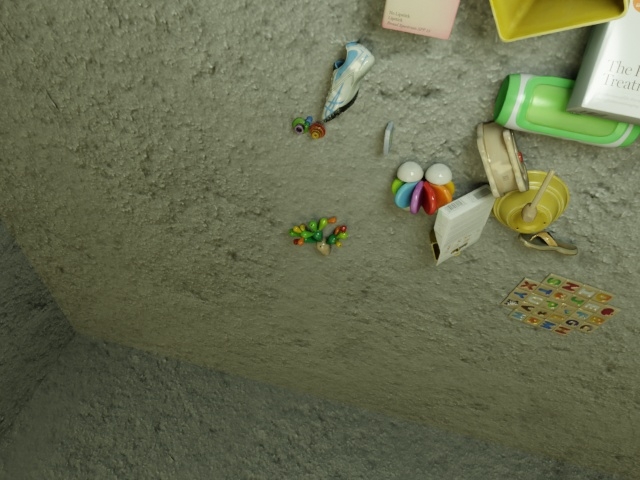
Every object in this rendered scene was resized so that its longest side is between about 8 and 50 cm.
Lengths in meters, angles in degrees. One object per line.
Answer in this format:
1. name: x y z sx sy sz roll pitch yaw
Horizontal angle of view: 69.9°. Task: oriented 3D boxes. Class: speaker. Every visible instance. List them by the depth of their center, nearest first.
1. speaker: 0.564 -0.298 1.051 0.297 0.131 0.131 13 139 6

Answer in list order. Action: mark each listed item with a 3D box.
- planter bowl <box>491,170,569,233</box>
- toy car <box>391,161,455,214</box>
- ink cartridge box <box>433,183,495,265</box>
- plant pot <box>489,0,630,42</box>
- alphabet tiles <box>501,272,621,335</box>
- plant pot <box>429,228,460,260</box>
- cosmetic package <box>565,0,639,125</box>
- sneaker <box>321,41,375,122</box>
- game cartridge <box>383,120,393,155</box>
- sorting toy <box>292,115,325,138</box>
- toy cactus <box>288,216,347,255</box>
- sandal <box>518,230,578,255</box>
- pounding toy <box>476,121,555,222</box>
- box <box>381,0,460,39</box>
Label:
1. planter bowl: 0.589 -0.085 1.299 0.217 0.090 0.217 11 138 10
2. toy car: 0.292 -0.132 1.321 0.182 0.136 0.159 7 138 13
3. ink cartridge box: 0.416 -0.044 1.360 0.056 0.181 0.224 52 159 30
4. plant pot: 0.425 -0.511 0.798 0.212 0.187 0.212 8 142 45
5. alphabet tiles: 0.838 0.233 1.612 0.343 0.011 0.285 18 139 0
6. plant pot: 0.389 0.000 1.464 0.081 0.083 0.081 -17 131 9
7. cosmetic package: 0.711 -0.351 0.859 0.378 0.097 0.284 13 102 6
8. sneaker: 0.057 -0.400 1.173 0.086 0.085 0.237 47 141 8
9. game cartridge: 0.187 -0.279 1.263 0.017 0.056 0.083 15 140 16
10. sorting toy: -0.036 -0.319 1.312 0.102 0.042 0.061 12 138 8
11. toy cactus: 0.000 0.000 1.614 0.219 0.112 0.180 -7 143 15
12. sandal: 0.687 0.000 1.376 0.180 0.072 0.049 13 123 5
13. pounding toy: 0.515 -0.194 1.180 0.155 0.154 0.269 -14 111 32
14. box: 0.219 -0.547 0.907 0.149 0.126 0.232 14 139 7
